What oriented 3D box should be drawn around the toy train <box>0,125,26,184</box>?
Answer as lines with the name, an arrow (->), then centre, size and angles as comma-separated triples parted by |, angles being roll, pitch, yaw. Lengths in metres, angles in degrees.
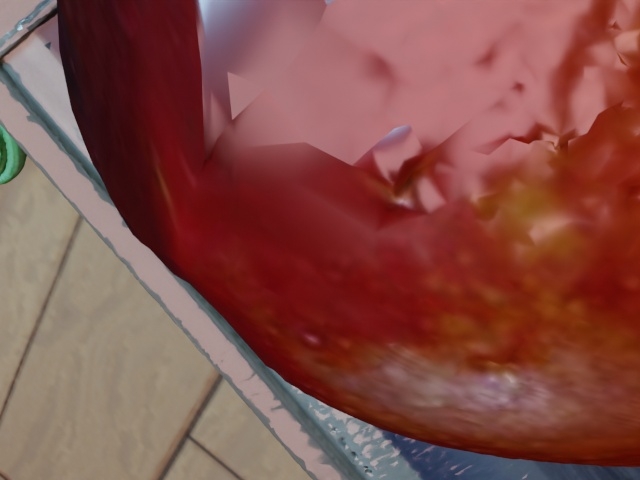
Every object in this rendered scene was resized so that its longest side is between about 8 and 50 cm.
toy train -> -0.214, -0.150, 0.920 | 0.243, 0.132, 0.188 | 26, 133, 17

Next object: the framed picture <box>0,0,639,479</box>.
framed picture -> 0.062, -0.027, 0.765 | 0.326, 0.028, 0.446 | -37, 99, 24

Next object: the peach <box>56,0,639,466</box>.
peach -> 0.096, -0.105, 0.487 | 0.388, 0.388, 0.388 | 23, 136, 23
